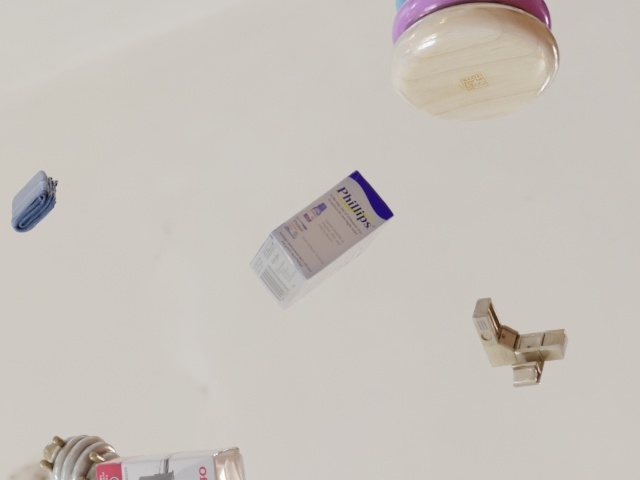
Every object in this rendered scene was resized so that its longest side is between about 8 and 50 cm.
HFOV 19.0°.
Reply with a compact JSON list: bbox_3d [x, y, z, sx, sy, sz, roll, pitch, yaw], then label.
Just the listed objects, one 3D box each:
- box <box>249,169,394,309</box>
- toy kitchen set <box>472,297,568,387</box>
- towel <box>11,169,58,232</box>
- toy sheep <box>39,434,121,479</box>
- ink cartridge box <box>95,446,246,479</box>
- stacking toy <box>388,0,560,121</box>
[{"bbox_3d":[0.000,0.000,2.209,0.072,0.137,0.126,52,158,6],"label":"box"},{"bbox_3d":[0.212,0.108,2.054,0.068,0.083,0.075,-69,-37,-48],"label":"toy kitchen set"},{"bbox_3d":[-0.354,-0.046,2.365,0.029,0.067,0.119,44,-175,-18],"label":"towel"},{"bbox_3d":[-0.281,0.276,2.303,0.091,0.132,0.091,-36,-41,-41],"label":"toy sheep"},{"bbox_3d":[-0.158,0.285,2.062,0.063,0.151,0.109,-2,-96,-64],"label":"ink cartridge box"},{"bbox_3d":[0.118,-0.270,1.632,0.141,0.141,0.330,42,-142,-50],"label":"stacking toy"}]
